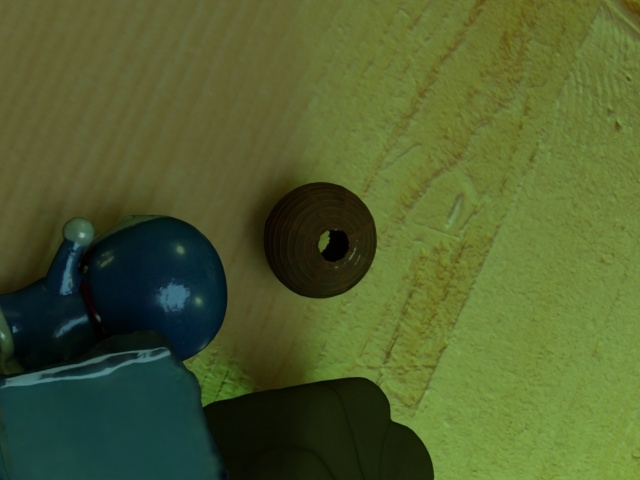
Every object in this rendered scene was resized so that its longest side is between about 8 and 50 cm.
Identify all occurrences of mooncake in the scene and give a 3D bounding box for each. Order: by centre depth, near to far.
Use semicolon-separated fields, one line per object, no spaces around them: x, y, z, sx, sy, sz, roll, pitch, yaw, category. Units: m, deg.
0.005;0.336;1.338;0.378;0.200;0.379;39;43;-48;mooncake

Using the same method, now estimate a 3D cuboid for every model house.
-0.222;0.260;1.148;0.215;0.303;0.237;-13;66;-24;model house

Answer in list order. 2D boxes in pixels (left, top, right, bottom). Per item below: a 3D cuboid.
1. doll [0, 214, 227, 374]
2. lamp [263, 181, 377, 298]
-0.223;0.071;1.221;0.256;0.161;0.215;-17;128;-17;doll
0.000;0.000;1.374;0.136;0.136;0.136;-12;110;-36;lamp
